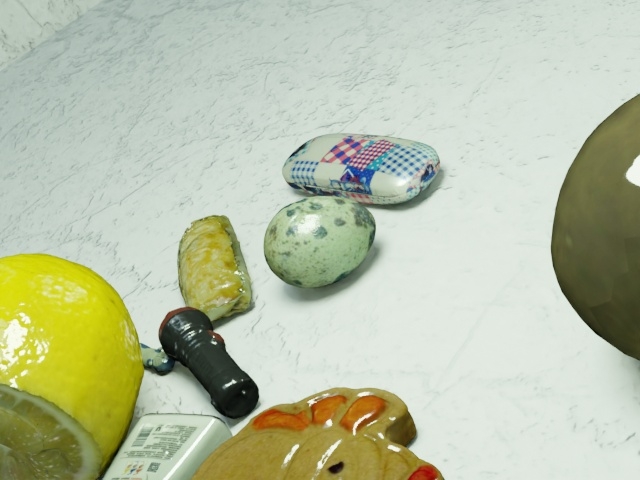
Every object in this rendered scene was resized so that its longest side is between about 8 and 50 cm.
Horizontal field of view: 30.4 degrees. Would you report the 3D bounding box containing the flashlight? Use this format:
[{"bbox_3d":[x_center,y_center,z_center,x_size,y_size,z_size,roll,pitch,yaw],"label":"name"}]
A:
[{"bbox_3d":[-0.164,0.179,1.750,0.093,0.093,0.232,-37,35,-12],"label":"flashlight"}]

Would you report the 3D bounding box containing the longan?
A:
[{"bbox_3d":[0.455,-0.028,1.339,0.404,0.336,0.404,-34,-6,-4],"label":"longan"}]

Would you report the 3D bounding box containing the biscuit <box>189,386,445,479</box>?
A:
[{"bbox_3d":[-0.016,0.324,1.457,0.381,0.074,0.359,-13,37,29],"label":"biscuit"}]

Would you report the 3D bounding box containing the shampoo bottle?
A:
[{"bbox_3d":[-0.242,0.357,1.578,0.153,0.071,0.284,-2,43,32],"label":"shampoo bottle"}]

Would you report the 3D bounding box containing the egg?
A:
[{"bbox_3d":[0.000,0.000,1.828,0.181,0.141,0.141,-19,32,-2],"label":"egg"}]

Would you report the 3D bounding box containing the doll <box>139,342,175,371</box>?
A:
[{"bbox_3d":[-0.275,0.185,1.885,0.125,0.027,0.037,10,56,46],"label":"doll"}]

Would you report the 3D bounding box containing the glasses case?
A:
[{"bbox_3d":[0.064,-0.125,2.016,0.327,0.076,0.125,11,50,47],"label":"glasses case"}]

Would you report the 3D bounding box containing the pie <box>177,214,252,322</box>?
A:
[{"bbox_3d":[-0.184,0.051,1.971,0.128,0.068,0.282,-27,36,5],"label":"pie"}]

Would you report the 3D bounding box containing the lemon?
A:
[{"bbox_3d":[-0.426,0.177,1.712,0.364,0.364,0.364,-20,33,14],"label":"lemon"}]
